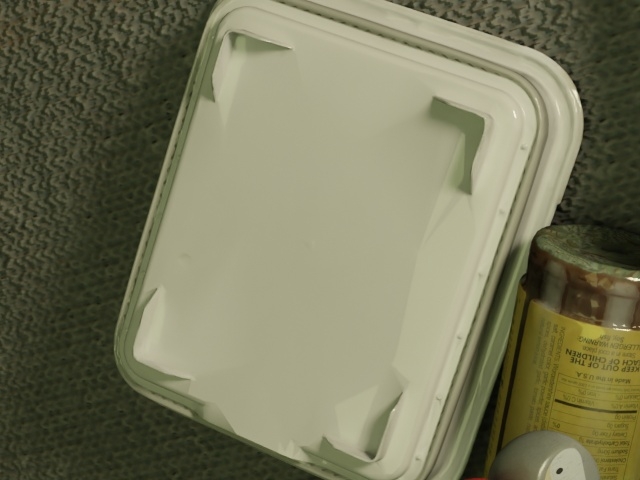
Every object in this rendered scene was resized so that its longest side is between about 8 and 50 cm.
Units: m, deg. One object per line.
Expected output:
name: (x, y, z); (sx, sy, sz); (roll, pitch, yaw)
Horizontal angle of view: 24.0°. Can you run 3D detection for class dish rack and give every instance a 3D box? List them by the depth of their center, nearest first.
dish rack: (0.000, 0.000, 1.028); (0.285, 0.072, 0.333); (21, 102, 19)

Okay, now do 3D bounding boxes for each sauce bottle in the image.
sauce bottle: (0.162, 0.163, 1.008); (0.111, 0.111, 0.344); (16, 112, 20)

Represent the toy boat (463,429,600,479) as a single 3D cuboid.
toy boat: (0.079, 0.251, 0.953); (0.267, 0.148, 0.318); (44, 140, 28)
